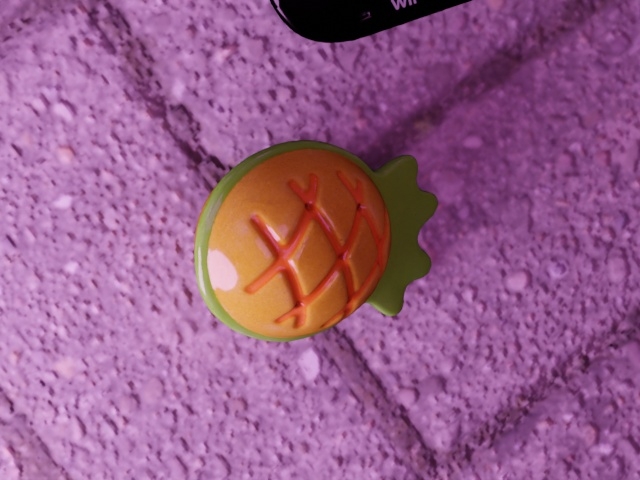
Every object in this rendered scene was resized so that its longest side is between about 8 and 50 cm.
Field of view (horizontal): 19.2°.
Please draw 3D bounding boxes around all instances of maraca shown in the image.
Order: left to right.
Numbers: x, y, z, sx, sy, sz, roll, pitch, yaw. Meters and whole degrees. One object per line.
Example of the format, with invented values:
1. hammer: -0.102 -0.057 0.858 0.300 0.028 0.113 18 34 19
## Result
1. maraca: 0.000 0.000 1.180 0.185 0.099 0.127 -3 107 -38

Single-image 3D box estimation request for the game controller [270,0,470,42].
1. game controller: 0.104 -0.239 1.173 0.319 0.067 0.166 -20 103 -7
